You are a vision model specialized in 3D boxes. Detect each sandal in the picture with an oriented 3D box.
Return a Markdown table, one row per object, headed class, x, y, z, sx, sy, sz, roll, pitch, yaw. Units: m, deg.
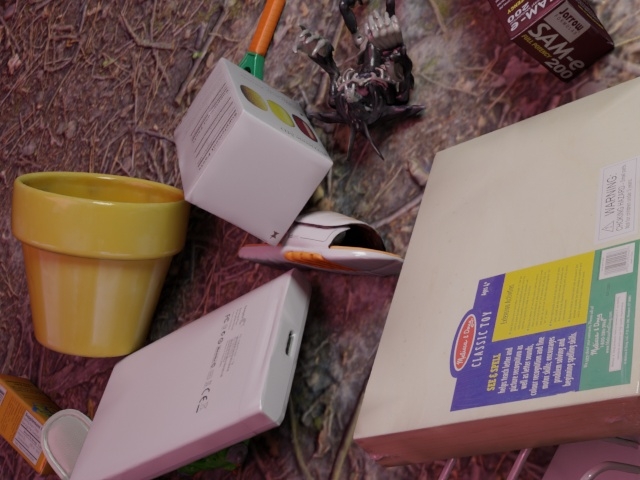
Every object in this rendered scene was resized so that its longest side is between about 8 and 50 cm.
| class | x | y | z | sx | sy | sz | roll | pitch | yaw |
| --- | --- | --- | --- | --- | --- | --- | --- | --- | --- |
| sandal | -0.008 | -0.003 | 1.169 | 0.265 | 0.102 | 0.076 | 2 | 78 | 44 |

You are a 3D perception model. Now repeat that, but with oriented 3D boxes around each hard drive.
| class | x | y | z | sx | sy | sz | roll | pitch | yaw |
| --- | --- | --- | --- | --- | --- | --- | --- | --- | --- |
| hard drive | -0.170 | 0.193 | 1.188 | 0.353 | 0.047 | 0.233 | -28 | 31 | 31 |

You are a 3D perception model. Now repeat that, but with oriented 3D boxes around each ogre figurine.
| class | x | y | z | sx | sy | sz | roll | pitch | yaw |
| --- | --- | --- | --- | --- | --- | --- | --- | --- | --- |
| ogre figurine | -0.145 | 0.248 | 1.221 | 0.197 | 0.097 | 0.118 | -12 | 58 | 27 |

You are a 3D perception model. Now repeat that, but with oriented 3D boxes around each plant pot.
| class | x | y | z | sx | sy | sz | roll | pitch | yaw |
| --- | --- | --- | --- | --- | --- | --- | --- | --- | --- |
| plant pot | -0.330 | 0.035 | 1.362 | 0.254 | 0.254 | 0.238 | 19 | 106 | 43 |

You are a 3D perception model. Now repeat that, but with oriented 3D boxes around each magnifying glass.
| class | x | y | z | sx | sy | sz | roll | pitch | yaw |
| --- | --- | --- | --- | --- | --- | --- | --- | --- | --- |
| magnifying glass | -0.105 | -0.258 | 1.383 | 0.092 | 0.026 | 0.230 | 23 | 95 | 43 |

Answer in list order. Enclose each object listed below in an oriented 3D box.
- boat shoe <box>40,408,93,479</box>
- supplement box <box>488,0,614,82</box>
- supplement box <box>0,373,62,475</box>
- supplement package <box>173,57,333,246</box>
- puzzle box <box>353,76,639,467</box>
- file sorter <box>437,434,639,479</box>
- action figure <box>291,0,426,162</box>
| class | x | y | z | sx | sy | sz | roll | pitch | yaw |
| --- | --- | --- | --- | --- | --- | --- | --- | --- | --- |
| boat shoe | -0.291 | 0.375 | 1.310 | 0.114 | 0.091 | 0.302 | -30 | 71 | -6 |
| supplement box | 0.225 | -0.305 | 1.034 | 0.073 | 0.130 | 0.239 | -38 | 55 | 27 |
| supplement box | -0.469 | 0.301 | 1.501 | 0.233 | 0.078 | 0.080 | 27 | 93 | 42 |
| supplement package | -0.095 | -0.121 | 1.196 | 0.133 | 0.139 | 0.244 | -55 | 25 | 15 |
| puzzle box | 0.197 | 0.020 | 0.886 | 0.272 | 0.052 | 0.408 | -17 | 36 | 36 |
| file sorter | 0.247 | 0.274 | 0.787 | 0.278 | 0.173 | 0.192 | 32 | 100 | 52 |
| action figure | 0.049 | -0.245 | 1.166 | 0.164 | 0.141 | 0.275 | -3 | 74 | 29 |
